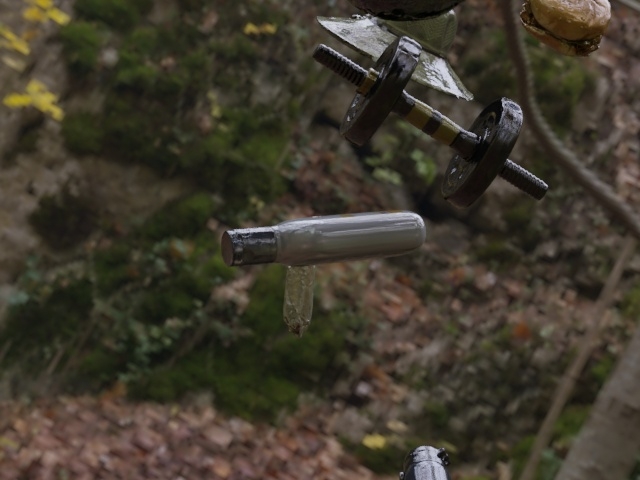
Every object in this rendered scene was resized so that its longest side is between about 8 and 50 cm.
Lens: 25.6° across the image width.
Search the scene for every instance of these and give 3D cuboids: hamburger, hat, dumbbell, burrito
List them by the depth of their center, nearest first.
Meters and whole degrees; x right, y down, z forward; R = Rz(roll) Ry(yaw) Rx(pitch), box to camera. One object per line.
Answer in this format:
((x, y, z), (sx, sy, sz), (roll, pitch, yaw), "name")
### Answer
((0.132, -0.140, 1.670), (0.325, 0.143, 0.143), (30, -9, -9), "dumbbell")
((0.125, -0.294, 1.935), (0.252, 0.110, 0.252), (26, 13, -7), "hat")
((0.399, -0.367, 2.293), (0.147, 0.138, 0.083), (29, -42, 4), "hamburger")
((-0.034, 0.070, 2.344), (0.058, 0.188, 0.045), (13, -16, -31), "burrito")

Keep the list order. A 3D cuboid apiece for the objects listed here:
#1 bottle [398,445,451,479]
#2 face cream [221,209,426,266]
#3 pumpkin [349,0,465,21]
((0.154, 0.380, 1.990), (0.072, 0.082, 0.244), (58, 13, -23), "bottle")
((0.000, 0.000, 2.039), (0.291, 0.071, 0.144), (-6, -2, -21), "face cream")
((0.096, -0.317, 1.477), (0.190, 0.190, 0.146), (32, 19, -21), "pumpkin")
